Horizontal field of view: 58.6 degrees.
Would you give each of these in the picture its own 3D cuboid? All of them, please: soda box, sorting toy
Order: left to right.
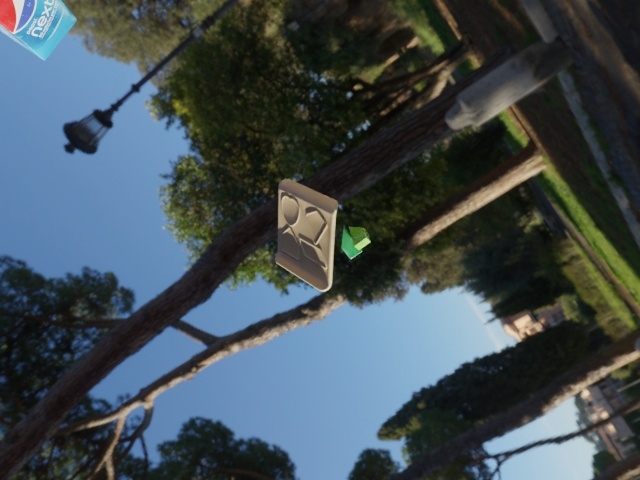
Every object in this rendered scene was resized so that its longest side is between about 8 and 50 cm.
[{"bbox_3d":[-0.333,-0.266,0.578,0.071,0.067,0.210,35,175,0],"label":"soda box"},{"bbox_3d":[0.000,0.000,0.369,0.012,0.062,0.083,-13,-150,-39],"label":"sorting toy"}]
